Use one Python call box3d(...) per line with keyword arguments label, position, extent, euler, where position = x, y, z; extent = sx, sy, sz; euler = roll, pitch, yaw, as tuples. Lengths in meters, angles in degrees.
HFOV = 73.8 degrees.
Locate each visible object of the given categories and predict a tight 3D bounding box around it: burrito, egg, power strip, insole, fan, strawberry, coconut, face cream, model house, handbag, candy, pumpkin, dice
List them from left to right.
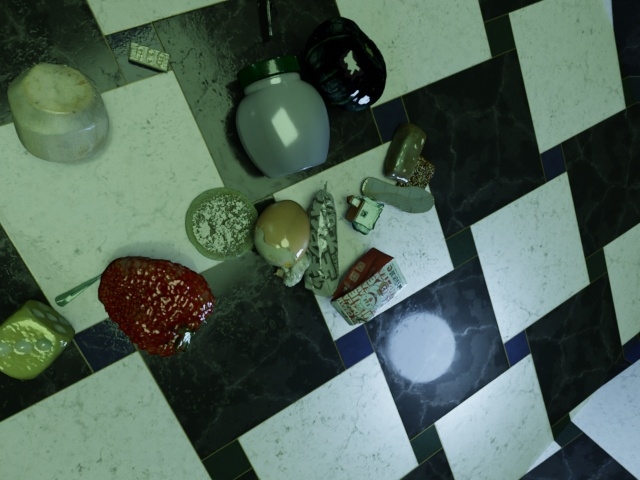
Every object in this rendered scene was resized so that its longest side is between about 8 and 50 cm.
box3d(label="dice", position=(-0.852, 0.289, 1.251), extent=(0.166, 0.169, 0.169), euler=(-47, 112, -10))
box3d(label="coconut", position=(-0.724, -0.347, 1.188), extent=(0.244, 0.247, 0.245), euler=(12, 62, -24))
box3d(label="fan", position=(-0.750, 0.144, 1.357), extent=(0.193, 0.016, 0.038), euler=(-36, 107, -14))
box3d(label="power strip", position=(-0.537, -0.574, 1.336), extent=(0.123, 0.032, 0.056), euler=(11, 92, -23))
box3d(label="strawberry", position=(-0.514, 0.175, 1.336), extent=(0.351, 0.267, 0.312), euler=(35, 113, -7))
box3d(label="face cream", position=(-0.127, -0.408, 1.431), extent=(0.312, 0.219, 0.357), euler=(-21, 104, -19))
box3d(label="egg", position=(-0.131, -0.031, 1.494), extent=(0.201, 0.201, 0.245), euler=(30, 61, -24))
box3d(label="burrito", position=(0.000, 0.000, 1.610), extent=(0.138, 0.101, 0.446), euler=(-3, 101, -11))
box3d(label="pumpkin", position=(0.077, -0.597, 1.473), extent=(0.315, 0.238, 0.315), euler=(26, 53, -42))
box3d(label="model house", position=(0.150, -0.117, 1.658), extent=(0.148, 0.119, 0.148), euler=(31, 89, -12))
box3d(label="handbag", position=(0.174, 0.186, 1.675), extent=(0.298, 0.151, 0.171), euler=(-39, 123, -12))
box3d(label="insole", position=(0.322, -0.182, 1.742), extent=(0.348, 0.009, 0.119), euler=(13, 95, -22))
box3d(label="candy", position=(0.335, -0.349, 1.700), extent=(0.104, 0.102, 0.234), euler=(22, 91, -24))

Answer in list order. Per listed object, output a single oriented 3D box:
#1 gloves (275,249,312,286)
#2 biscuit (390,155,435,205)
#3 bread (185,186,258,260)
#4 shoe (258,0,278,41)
box3d(label="gloves", position=(-0.096, 0.089, 1.578), extent=(0.070, 0.114, 0.153), euler=(23, 104, -46))
box3d(label="biscuit", position=(0.385, -0.237, 1.778), extent=(0.131, 0.026, 0.237), euler=(30, 85, -22))
box3d(label="bread", position=(-0.336, -0.054, 1.491), extent=(0.266, 0.040, 0.267), euler=(-3, 99, -23))
box3d(label="shoe", position=(-0.173, -0.760, 1.452), extent=(0.053, 0.062, 0.160), euler=(-10, 101, -34))
